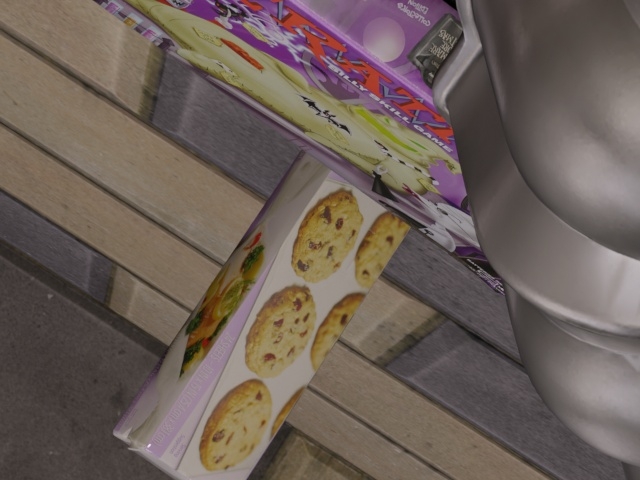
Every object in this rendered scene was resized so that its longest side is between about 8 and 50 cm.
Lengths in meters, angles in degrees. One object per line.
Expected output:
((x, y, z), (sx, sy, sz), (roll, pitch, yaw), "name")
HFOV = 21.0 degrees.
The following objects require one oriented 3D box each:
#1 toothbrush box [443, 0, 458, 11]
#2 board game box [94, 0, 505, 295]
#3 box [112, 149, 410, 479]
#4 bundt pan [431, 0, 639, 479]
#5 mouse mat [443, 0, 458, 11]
((0.066, -0.175, 0.716), (0.206, 0.122, 0.283), (35, 163, -10), "toothbrush box")
((0.008, -0.082, 0.804), (0.347, 0.056, 0.208), (35, 165, -13), "board game box")
((0.000, 0.000, 1.002), (0.067, 0.324, 0.063), (39, 167, -22), "box")
((0.194, -0.017, 0.481), (0.331, 0.124, 0.330), (3, 129, 4), "bundt pan")
((0.083, -0.112, 0.640), (0.153, 0.007, 0.189), (22, 162, 28), "mouse mat")
